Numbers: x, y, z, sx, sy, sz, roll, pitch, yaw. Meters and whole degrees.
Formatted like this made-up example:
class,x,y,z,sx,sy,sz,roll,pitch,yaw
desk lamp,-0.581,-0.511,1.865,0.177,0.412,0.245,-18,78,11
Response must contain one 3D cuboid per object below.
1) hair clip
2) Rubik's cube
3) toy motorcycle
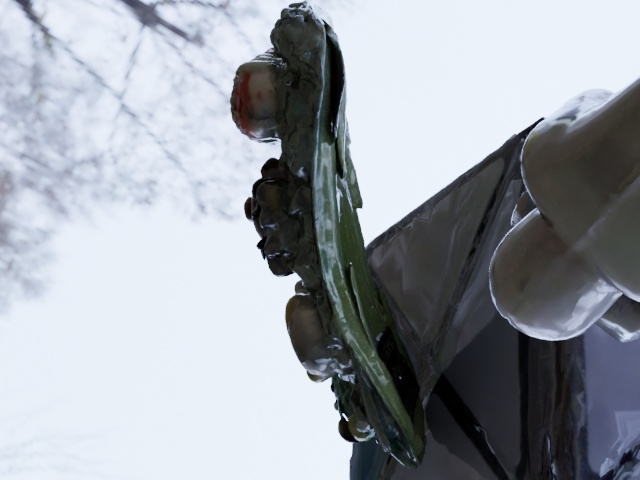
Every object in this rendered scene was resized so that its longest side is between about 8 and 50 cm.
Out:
class,x,y,z,sx,sy,sz,roll,pitch,yaw
hair clip,-0.001,0.001,1.082,0.091,0.321,0.138,-11,-167,5
Rubik's cube,0.210,0.119,1.209,0.307,0.305,0.310,-37,-132,55
toy motorcycle,0.155,-0.051,0.595,0.223,0.340,0.108,-36,-103,-25
